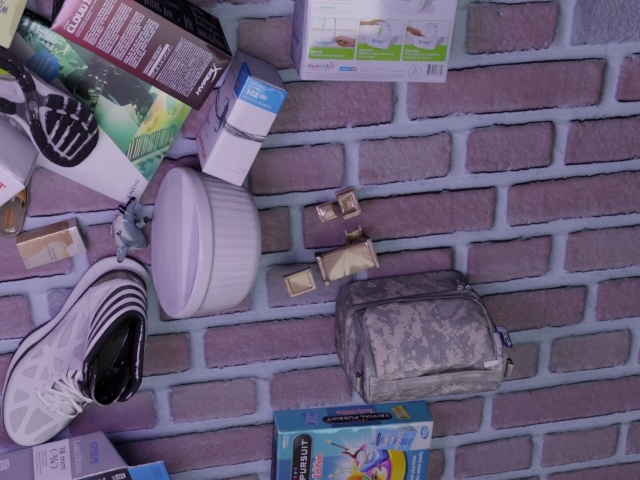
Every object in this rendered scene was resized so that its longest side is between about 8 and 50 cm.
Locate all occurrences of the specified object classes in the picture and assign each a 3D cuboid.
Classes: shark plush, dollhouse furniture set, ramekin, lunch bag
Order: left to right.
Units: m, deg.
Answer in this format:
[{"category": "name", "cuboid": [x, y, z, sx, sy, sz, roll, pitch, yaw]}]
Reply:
[{"category": "shark plush", "cuboid": [-0.345, -0.034, 1.913, 0.067, 0.073, 0.161, -11, 137, -19]}, {"category": "ramekin", "cuboid": [-0.203, 0.005, 1.871, 0.127, 0.273, 0.273, 1, 118, -26]}, {"category": "dollhouse furniture set", "cuboid": [0.000, 0.000, 2.024, 0.181, 0.101, 0.161, -19, 95, -1]}, {"category": "lunch bag", "cuboid": [0.196, 0.207, 2.061, 0.305, 0.256, 0.213, -5, 119, -10]}]

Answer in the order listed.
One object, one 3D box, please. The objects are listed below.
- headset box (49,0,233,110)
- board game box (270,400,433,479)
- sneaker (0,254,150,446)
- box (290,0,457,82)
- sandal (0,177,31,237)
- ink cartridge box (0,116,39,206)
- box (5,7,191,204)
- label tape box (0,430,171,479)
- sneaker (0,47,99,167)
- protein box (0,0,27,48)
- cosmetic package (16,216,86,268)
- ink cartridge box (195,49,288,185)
[{"category": "headset box", "cuboid": [-0.300, -0.353, 1.677, 0.293, 0.218, 0.110, 27, 109, -25]}, {"category": "board game box", "cuboid": [0.063, 0.483, 2.281, 0.335, 0.079, 0.254, -2, 118, -11]}, {"category": "sneaker", "cuboid": [-0.464, 0.256, 1.944, 0.169, 0.257, 0.448, 28, 109, -24]}, {"category": "box", "cuboid": [0.091, -0.396, 1.792, 0.261, 0.127, 0.231, -1, 117, -11]}, {"category": "sandal", "cuboid": [-0.552, -0.080, 1.865, 0.072, 0.049, 0.180, 3, 117, -14]}, {"category": "ink cartridge box", "cuboid": [-0.638, -0.117, 1.749, 0.278, 0.117, 0.201, -32, 121, 25]}, {"category": "box", "cuboid": [-0.411, -0.221, 1.816, 0.322, 0.058, 0.232, 25, 110, -23]}, {"category": "label tape box", "cuboid": [-0.463, 0.496, 2.120, 0.333, 0.106, 0.241, -12, 140, -5]}, {"category": "sneaker", "cuboid": [-0.477, -0.230, 1.712, 0.111, 0.121, 0.300, -48, 136, -5]}, {"category": "protein box", "cuboid": [-0.537, -0.431, 1.611, 0.199, 0.136, 0.201, 21, 99, -21]}, {"category": "cosmetic package", "cuboid": [-0.492, 0.005, 1.928, 0.115, 0.041, 0.060, -18, 120, -2]}, {"category": "ink cartridge box", "cuboid": [-0.140, -0.213, 1.831, 0.082, 0.140, 0.191, 21, 111, -23]}]
